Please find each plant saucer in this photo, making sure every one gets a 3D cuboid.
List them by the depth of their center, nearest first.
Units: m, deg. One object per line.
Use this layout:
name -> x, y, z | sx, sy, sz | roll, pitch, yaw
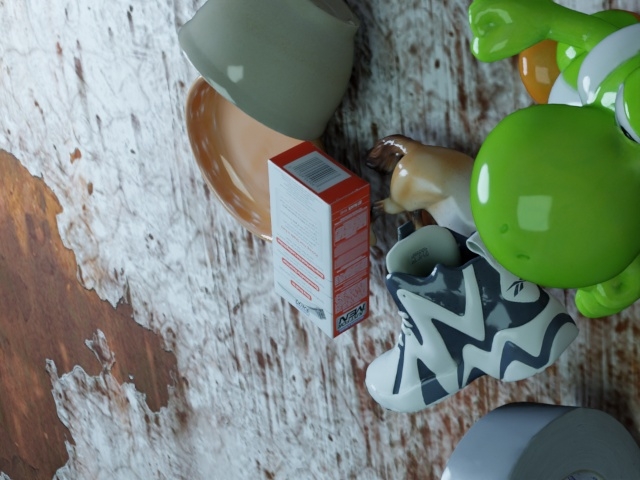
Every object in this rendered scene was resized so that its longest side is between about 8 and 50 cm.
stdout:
plant saucer -> -0.058, -0.088, 1.368 | 0.200, 0.037, 0.200 | 32, 141, 30

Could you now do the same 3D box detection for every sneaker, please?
sneaker -> 0.093, 0.056, 1.164 | 0.153, 0.094, 0.235 | 56, 147, -9

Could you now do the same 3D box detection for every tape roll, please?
tape roll -> 0.193, 0.248, 1.149 | 0.072, 0.219, 0.219 | -1, 110, 47

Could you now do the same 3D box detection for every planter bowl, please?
planter bowl -> -0.033, -0.183, 1.226 | 0.162, 0.162, 0.109 | 47, 113, 19

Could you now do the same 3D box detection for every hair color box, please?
hair color box -> 0.000, 0.000, 1.285 | 0.093, 0.053, 0.167 | 38, 143, 36

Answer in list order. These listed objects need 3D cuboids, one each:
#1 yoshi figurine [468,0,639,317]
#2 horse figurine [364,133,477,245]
yoshi figurine -> 0.171, -0.061, 0.878 | 0.204, 0.362, 0.203 | 20, 99, 3
horse figurine -> 0.127, -0.013, 1.200 | 0.263, 0.066, 0.174 | 43, 145, 19
